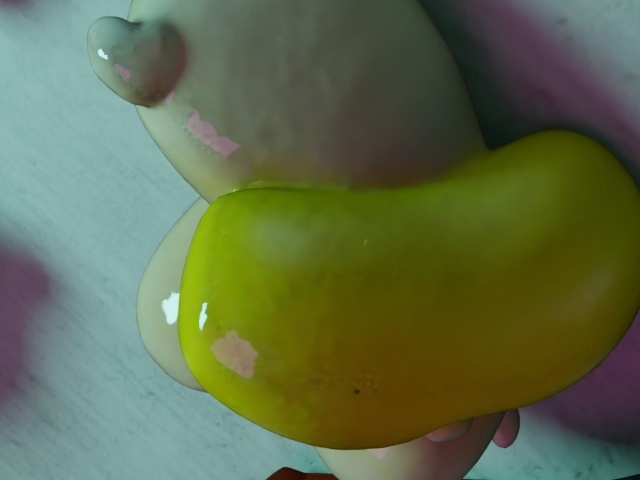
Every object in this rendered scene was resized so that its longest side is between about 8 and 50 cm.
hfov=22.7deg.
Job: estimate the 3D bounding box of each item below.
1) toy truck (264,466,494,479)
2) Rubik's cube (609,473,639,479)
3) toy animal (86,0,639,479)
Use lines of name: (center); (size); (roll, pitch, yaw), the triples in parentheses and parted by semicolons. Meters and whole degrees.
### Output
toy truck: (0.025, 0.219, 1.080); (0.253, 0.107, 0.114); (-2, 114, 30)
Rubik's cube: (0.235, 0.321, 0.830); (0.318, 0.316, 0.313); (-18, 118, 28)
toy animal: (-0.015, 0.010, 0.898); (0.345, 0.277, 0.247); (42, 143, 0)
